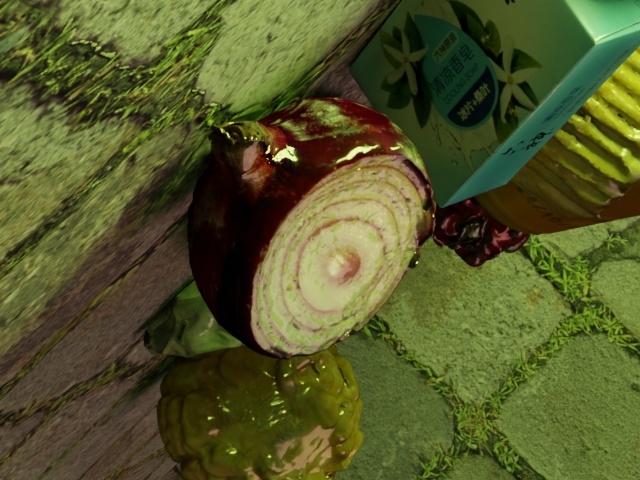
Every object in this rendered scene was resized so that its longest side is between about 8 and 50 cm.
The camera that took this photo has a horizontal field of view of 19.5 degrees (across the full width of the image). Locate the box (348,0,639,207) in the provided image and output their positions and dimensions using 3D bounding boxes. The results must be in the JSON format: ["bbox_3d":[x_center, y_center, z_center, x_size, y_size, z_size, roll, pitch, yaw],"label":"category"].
[{"bbox_3d":[0.134,-0.148,1.423,0.083,0.142,0.232,-22,162,-37],"label":"box"}]

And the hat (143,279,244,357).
[{"bbox_3d":[-0.089,0.056,1.830,0.122,0.081,0.166,-44,-176,38],"label":"hat"}]

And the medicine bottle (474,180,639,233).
[{"bbox_3d":[0.335,-0.139,1.895,0.384,0.224,0.224,-11,-160,48],"label":"medicine bottle"}]

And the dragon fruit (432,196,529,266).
[{"bbox_3d":[0.238,-0.100,2.344,0.273,0.218,0.198,-49,-150,14],"label":"dragon fruit"}]

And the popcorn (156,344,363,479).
[{"bbox_3d":[-0.072,0.195,2.197,0.250,0.250,0.190,-42,-156,-11],"label":"popcorn"}]

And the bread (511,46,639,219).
[{"bbox_3d":[0.247,-0.150,1.645,0.253,0.142,0.227,-57,-165,-20],"label":"bread"}]

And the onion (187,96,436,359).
[{"bbox_3d":[-0.030,-0.032,1.350,0.195,0.140,0.218,-44,137,3],"label":"onion"}]
